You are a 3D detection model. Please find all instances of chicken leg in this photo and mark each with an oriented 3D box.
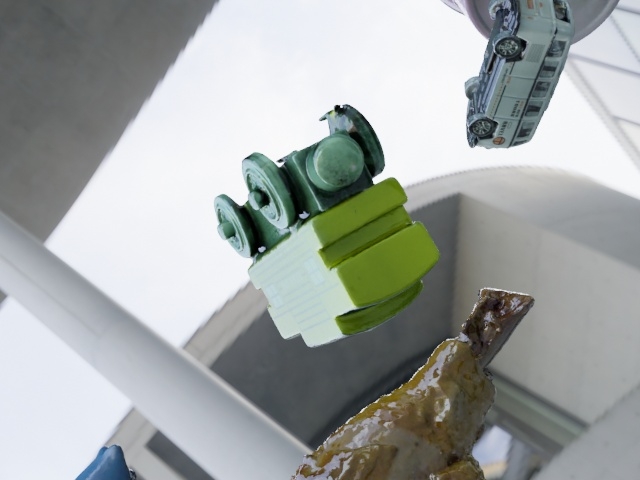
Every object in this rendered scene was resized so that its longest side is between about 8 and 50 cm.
[{"bbox_3d":[0.134,0.244,1.259,0.409,0.295,0.182,-57,-30,-5],"label":"chicken leg"}]

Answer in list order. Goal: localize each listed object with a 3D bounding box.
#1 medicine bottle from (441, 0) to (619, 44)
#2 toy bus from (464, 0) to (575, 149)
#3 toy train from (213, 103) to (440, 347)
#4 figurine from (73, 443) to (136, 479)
[{"bbox_3d":[0.238,-0.400,1.547,0.256,0.324,0.256,-5,-53,-7],"label":"medicine bottle"},{"bbox_3d":[0.214,-0.183,1.325,0.089,0.087,0.194,8,-45,-6],"label":"toy bus"},{"bbox_3d":[0.000,0.000,1.606,0.179,0.442,0.272,-29,-92,-18],"label":"toy train"},{"bbox_3d":[-0.161,0.335,0.855,0.243,0.416,0.297,-16,-64,-10],"label":"figurine"}]
